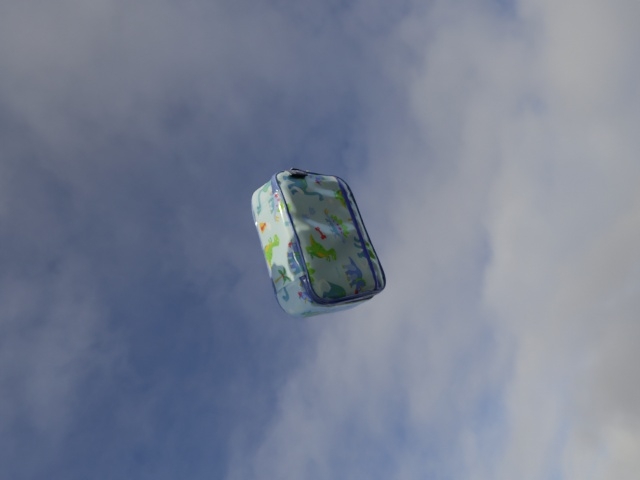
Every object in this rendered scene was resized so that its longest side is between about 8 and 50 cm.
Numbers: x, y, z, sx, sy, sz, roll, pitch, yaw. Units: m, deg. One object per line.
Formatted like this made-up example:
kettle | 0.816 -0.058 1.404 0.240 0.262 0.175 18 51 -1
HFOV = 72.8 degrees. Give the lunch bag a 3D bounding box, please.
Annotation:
lunch bag | 0.000 0.000 0.663 0.176 0.090 0.219 1 -116 -44
